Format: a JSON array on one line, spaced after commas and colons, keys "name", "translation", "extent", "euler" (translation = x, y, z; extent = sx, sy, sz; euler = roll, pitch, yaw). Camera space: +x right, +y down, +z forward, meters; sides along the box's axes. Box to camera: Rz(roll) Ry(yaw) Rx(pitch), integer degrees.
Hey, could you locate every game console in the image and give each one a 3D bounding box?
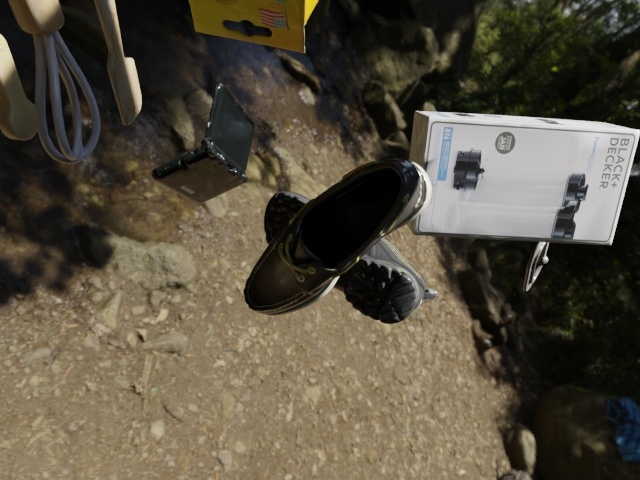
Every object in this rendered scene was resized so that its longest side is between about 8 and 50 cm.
[{"name": "game console", "translation": [-0.129, -0.105, 0.581], "extent": [0.122, 0.107, 0.071], "euler": [40, 26, -76]}]

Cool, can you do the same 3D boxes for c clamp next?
[{"name": "c clamp", "translation": [0.424, 0.021, 0.970], "extent": [0.137, 0.022, 0.161], "euler": [-50, 148, -28]}]

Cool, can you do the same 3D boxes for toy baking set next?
[{"name": "toy baking set", "translation": [-0.168, -0.133, 0.276], "extent": [0.256, 0.030, 0.197], "euler": [-64, 162, -73]}]

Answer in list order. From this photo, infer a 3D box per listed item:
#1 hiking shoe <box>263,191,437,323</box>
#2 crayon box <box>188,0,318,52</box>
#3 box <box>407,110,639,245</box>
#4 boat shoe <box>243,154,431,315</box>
[{"name": "hiking shoe", "translation": [0.029, 0.018, 0.613], "extent": [0.227, 0.086, 0.114], "euler": [38, 17, 24]}, {"name": "crayon box", "translation": [-0.105, -0.444, 0.729], "extent": [0.319, 0.202, 0.081], "euler": [95, 12, -55]}, {"name": "box", "translation": [0.274, -0.090, 0.723], "extent": [0.087, 0.289, 0.169], "euler": [-100, -166, -72]}, {"name": "boat shoe", "translation": [0.000, 0.000, 0.489], "extent": [0.081, 0.227, 0.068], "euler": [56, 21, 14]}]
